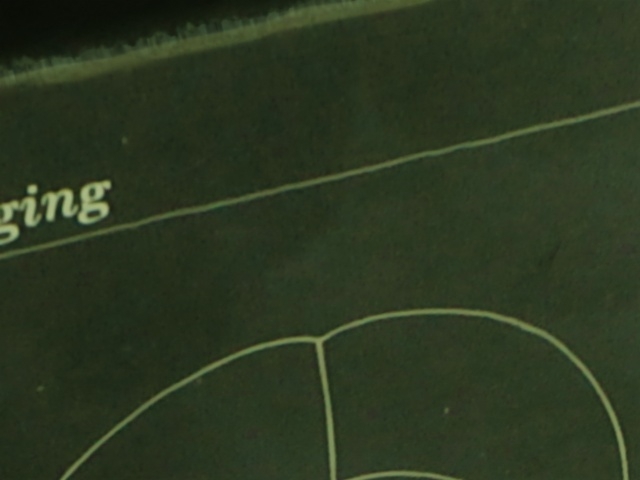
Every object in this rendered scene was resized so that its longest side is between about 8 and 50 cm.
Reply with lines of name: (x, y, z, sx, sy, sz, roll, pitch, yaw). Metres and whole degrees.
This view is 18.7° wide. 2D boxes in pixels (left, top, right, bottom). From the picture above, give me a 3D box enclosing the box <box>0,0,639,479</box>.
box: (-0.115, 0.059, 0.663, 0.480, 0.297, 0.471, -13, 132, -11)
